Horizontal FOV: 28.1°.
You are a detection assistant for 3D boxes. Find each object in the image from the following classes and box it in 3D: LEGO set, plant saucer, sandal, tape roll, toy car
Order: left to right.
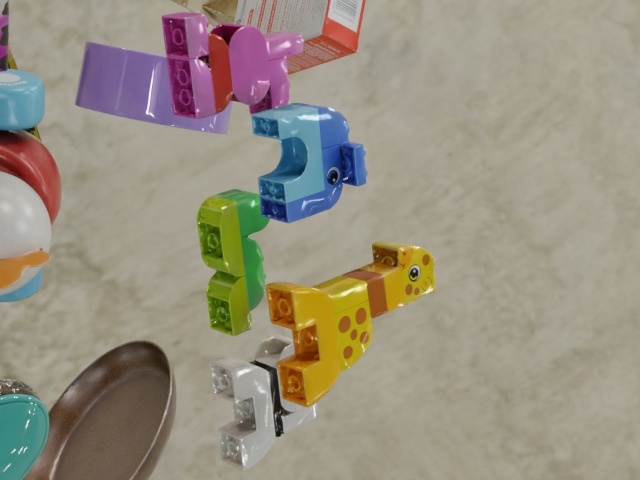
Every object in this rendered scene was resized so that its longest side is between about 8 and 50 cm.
[{"bbox_3d":[-0.326,-0.017,1.141,0.210,0.238,0.219,-2,114,-20],"label":"toy car"},{"bbox_3d":[-0.306,0.284,1.804,0.050,0.311,0.310,41,56,-33],"label":"plant saucer"},{"bbox_3d":[-0.198,-0.185,1.548,0.189,0.189,0.080,6,99,-35],"label":"tape roll"},{"bbox_3d":[-0.114,-0.311,1.669,0.240,0.079,0.088,10,108,-51],"label":"sandal"},{"bbox_3d":[0.000,0.000,0.615,0.093,0.087,0.227,-20,114,-38],"label":"LEGO set"}]

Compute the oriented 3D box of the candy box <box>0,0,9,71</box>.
[{"bbox_3d":[-0.319,-0.193,0.964,0.159,0.233,0.071,-10,76,-16],"label":"candy box"}]

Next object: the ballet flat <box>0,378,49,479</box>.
[{"bbox_3d":[-0.471,0.285,1.242,0.483,0.182,0.164,-52,141,-47],"label":"ballet flat"}]

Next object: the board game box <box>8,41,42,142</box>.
[{"bbox_3d":[-0.421,-0.186,1.663,0.048,0.141,0.170,-22,106,-24],"label":"board game box"}]

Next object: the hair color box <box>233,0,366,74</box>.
[{"bbox_3d":[-0.026,-0.228,1.336,0.053,0.167,0.093,23,70,-37],"label":"hair color box"}]
